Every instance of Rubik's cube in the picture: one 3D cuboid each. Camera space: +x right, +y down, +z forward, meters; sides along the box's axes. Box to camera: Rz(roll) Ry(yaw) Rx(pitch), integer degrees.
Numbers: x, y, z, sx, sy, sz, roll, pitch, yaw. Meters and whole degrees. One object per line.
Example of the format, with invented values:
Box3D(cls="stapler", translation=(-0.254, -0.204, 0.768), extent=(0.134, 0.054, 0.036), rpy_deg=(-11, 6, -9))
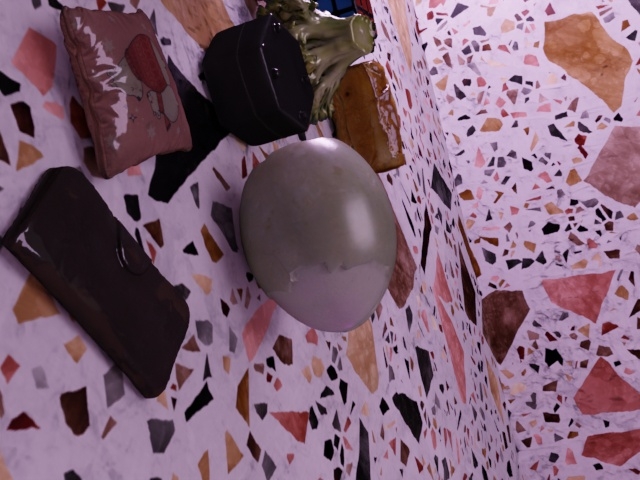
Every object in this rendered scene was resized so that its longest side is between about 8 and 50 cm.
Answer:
Box3D(cls="Rubik's cube", translation=(0.037, -0.583, 1.844), extent=(0.163, 0.162, 0.160), rpy_deg=(-16, 93, -66))

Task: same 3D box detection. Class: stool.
Box3D(cls="stool", translation=(-0.111, -0.302, 1.369), extent=(0.232, 0.141, 0.232), rpy_deg=(46, 37, -51))

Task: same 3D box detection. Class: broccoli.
Box3D(cls="broccoli", translation=(-0.010, -0.402, 1.532), extent=(0.288, 0.246, 0.247), rpy_deg=(39, 52, -48))

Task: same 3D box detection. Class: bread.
Box3D(cls="bread", translation=(0.120, -0.316, 1.883), extent=(0.132, 0.167, 0.294), rpy_deg=(-30, 105, -67))

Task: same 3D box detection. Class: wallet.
Box3D(cls="wallet", translation=(-0.271, 0.055, 0.932), extent=(0.309, 0.042, 0.165), rpy_deg=(60, 30, -35))

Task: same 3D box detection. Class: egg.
Box3D(cls="egg", translation=(0.000, 0.000, 1.282), extent=(0.278, 0.278, 0.335), rpy_deg=(5, 65, -66))

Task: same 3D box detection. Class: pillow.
Box3D(cls="pillow", translation=(-0.272, -0.218, 1.022), extent=(0.223, 0.084, 0.236), rpy_deg=(-37, 116, -66))
